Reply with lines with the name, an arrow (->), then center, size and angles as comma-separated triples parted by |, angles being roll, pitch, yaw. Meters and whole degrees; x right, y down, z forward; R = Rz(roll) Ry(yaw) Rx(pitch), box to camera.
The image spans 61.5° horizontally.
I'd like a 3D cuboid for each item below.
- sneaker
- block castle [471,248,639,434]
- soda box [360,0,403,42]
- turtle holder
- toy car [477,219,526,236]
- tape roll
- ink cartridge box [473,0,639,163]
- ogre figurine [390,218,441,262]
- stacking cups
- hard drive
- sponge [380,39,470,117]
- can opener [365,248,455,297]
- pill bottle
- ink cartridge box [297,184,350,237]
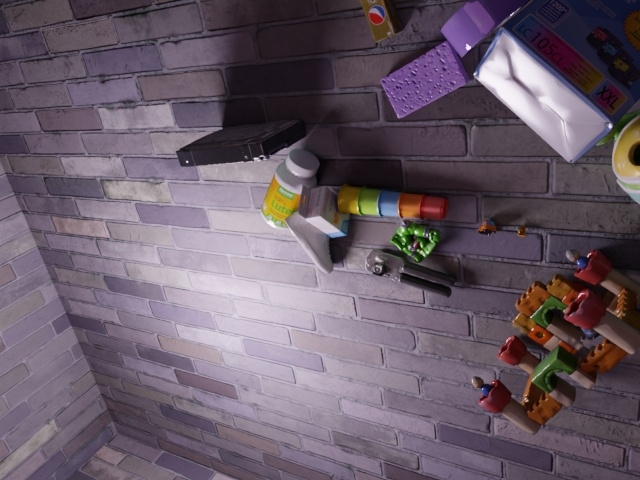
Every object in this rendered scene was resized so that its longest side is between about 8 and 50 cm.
sneaker -> 0.000, 0.000, 1.743 | 0.106, 0.123, 0.290 | 51, 177, 44
block castle -> 0.602, 0.252, 1.398 | 0.212, 0.303, 0.453 | 35, 129, 11
soda box -> 0.141, -0.599, 1.348 | 0.061, 0.058, 0.181 | -12, 109, 37
turtle holder -> 0.724, -0.186, 1.108 | 0.243, 0.227, 0.320 | -32, 97, 41
toy car -> 0.500, -0.032, 1.482 | 0.122, 0.060, 0.041 | 7, 77, 10
tape roll -> 0.363, -0.497, 1.180 | 0.080, 0.189, 0.189 | 50, 131, -4
ink cartridge box -> 0.536, -0.385, 1.053 | 0.270, 0.395, 0.151 | 45, 160, 8
ogre figurine -> 0.274, -0.002, 1.570 | 0.118, 0.197, 0.097 | 31, 88, 5
stacking cups -> 0.209, -0.101, 1.575 | 0.316, 0.096, 0.096 | 11, 122, 27
hard drive -> -0.244, -0.300, 1.653 | 0.338, 0.237, 0.064 | 2, 118, 32
sponge -> 0.267, -0.414, 1.395 | 0.210, 0.031, 0.117 | -21, 104, 39
can opener -> 0.276, 0.096, 1.676 | 0.283, 0.095, 0.076 | 18, 105, 11
pill bottle -> -0.092, -0.163, 1.702 | 0.136, 0.136, 0.246 | 36, 130, 10
ink cartridge box -> 0.015, -0.093, 1.638 | 0.061, 0.104, 0.181 | -8, 153, 37
